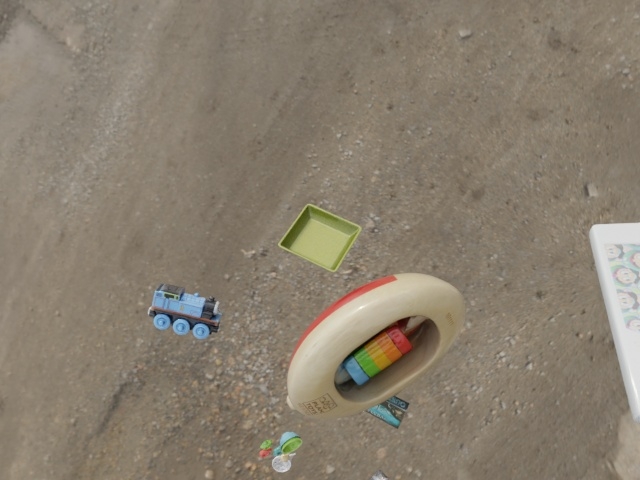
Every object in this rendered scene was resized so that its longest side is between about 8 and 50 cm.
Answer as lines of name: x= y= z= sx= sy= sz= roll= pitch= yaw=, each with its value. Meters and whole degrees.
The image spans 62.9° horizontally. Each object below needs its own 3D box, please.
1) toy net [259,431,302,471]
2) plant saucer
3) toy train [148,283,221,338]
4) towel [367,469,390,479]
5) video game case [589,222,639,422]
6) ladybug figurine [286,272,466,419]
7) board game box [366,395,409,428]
toy net: x=-0.119 y=0.653 z=1.577 sx=0.045 sy=0.122 sz=0.232 roll=51 pitch=151 yaw=38
plant saucer: x=0.000 y=0.000 z=1.545 sx=0.188 sy=0.045 sz=0.188 roll=25 pitch=56 yaw=13
toy train: x=-0.333 y=0.176 z=1.301 sx=0.184 sy=0.080 sz=0.105 roll=15 pitch=104 yaw=-4
towel: x=0.098 y=0.488 z=0.685 sx=0.235 sy=0.121 sz=0.284 roll=-42 pitch=93 yaw=-12
video game case: x=0.280 y=0.050 z=0.365 sx=0.143 sy=0.019 sz=0.157 roll=-2 pitch=53 yaw=13
ladybug figurine: x=0.107 y=0.224 z=1.172 sx=0.449 sy=0.305 sz=0.162 roll=-32 pitch=38 yaw=-2
board game box: x=0.128 y=0.405 z=1.337 sx=0.186 sy=0.126 sz=0.026 roll=24 pitch=54 yaw=15
